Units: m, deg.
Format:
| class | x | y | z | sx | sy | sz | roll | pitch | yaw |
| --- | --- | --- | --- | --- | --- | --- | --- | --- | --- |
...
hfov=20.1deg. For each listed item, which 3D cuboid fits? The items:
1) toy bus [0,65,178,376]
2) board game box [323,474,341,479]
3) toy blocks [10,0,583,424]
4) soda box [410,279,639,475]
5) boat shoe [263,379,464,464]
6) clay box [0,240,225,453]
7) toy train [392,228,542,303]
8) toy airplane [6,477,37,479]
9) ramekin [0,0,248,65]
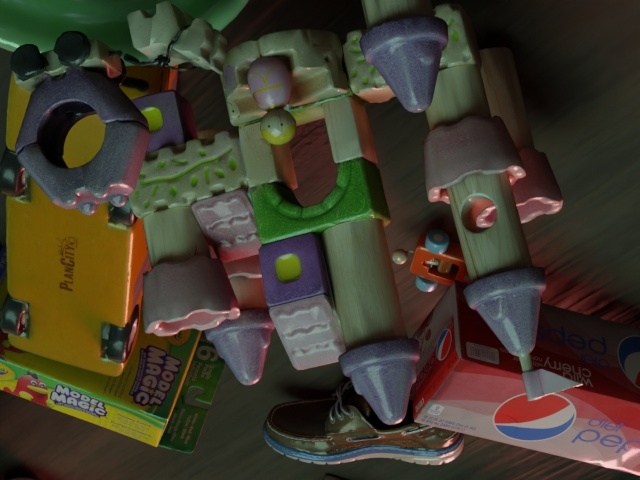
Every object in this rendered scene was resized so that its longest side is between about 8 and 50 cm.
| class | x | y | z | sx | sy | sz | roll | pitch | yaw |
| --- | --- | --- | --- | --- | --- | --- | --- | --- | --- |
| toy bus | -0.183 | -0.036 | 1.432 | 0.108 | 0.130 | 0.333 | 14 | 140 | 3 |
| board game box | 0.076 | 0.383 | 1.843 | 0.224 | 0.097 | 0.303 | 16 | 139 | 2 |
| toy blocks | 0.000 | 0.000 | 1.179 | 0.288 | 0.260 | 0.309 | -15 | 166 | 15 |
| soda box | 0.206 | 0.118 | 1.447 | 0.263 | 0.083 | 0.092 | 15 | 135 | -17 |
| boat shoe | 0.037 | 0.157 | 1.630 | 0.183 | 0.066 | 0.066 | 0 | 133 | 7 |
| clay box | -0.195 | 0.093 | 1.588 | 0.222 | 0.127 | 0.053 | 19 | 139 | -3 |
| toy train | 0.118 | 0.052 | 1.489 | 0.125 | 0.046 | 0.166 | 14 | 137 | 7 |
| toy airplane | -0.392 | 0.345 | 1.890 | 0.384 | 0.272 | 0.386 | 46 | 170 | -16 |
| ramekin | -0.158 | -0.270 | 1.142 | 0.303 | 0.148 | 0.303 | 11 | 140 | 9 |
